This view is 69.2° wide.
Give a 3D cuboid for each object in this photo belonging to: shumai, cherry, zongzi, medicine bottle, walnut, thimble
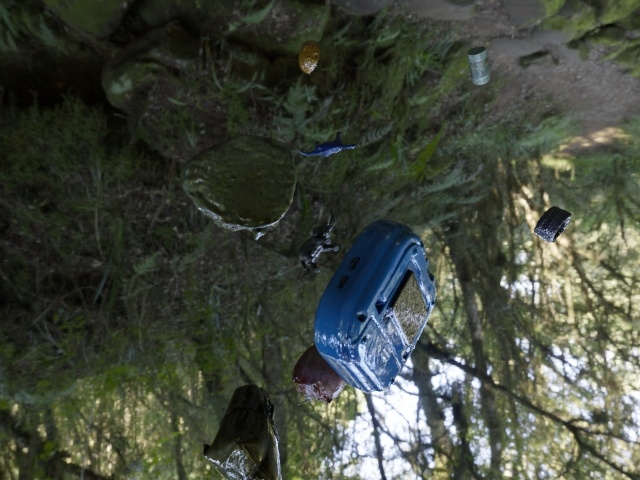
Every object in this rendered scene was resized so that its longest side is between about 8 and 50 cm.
[{"bbox_3d":[-0.253,-0.146,1.385,0.330,0.291,0.288,-2,180,-23],"label":"shumai"},{"bbox_3d":[0.004,0.459,1.661,0.192,0.175,0.249,-22,-150,44],"label":"cherry"},{"bbox_3d":[-0.123,0.448,0.992,0.112,0.242,0.221,-30,-165,16],"label":"zongzi"},{"bbox_3d":[0.404,-0.446,1.184,0.047,0.083,0.047,-16,-140,14],"label":"medicine bottle"},{"bbox_3d":[-0.052,-0.682,1.709,0.052,0.121,0.091,4,-173,-40],"label":"walnut"},{"bbox_3d":[0.683,-0.045,1.371,0.066,0.104,0.095,37,164,33],"label":"thimble"}]

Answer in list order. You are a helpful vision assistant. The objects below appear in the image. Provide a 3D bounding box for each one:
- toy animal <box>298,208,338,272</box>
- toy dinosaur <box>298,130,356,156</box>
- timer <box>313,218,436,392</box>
[{"bbox_3d":[0.007,0.001,1.827,0.082,0.269,0.137,38,173,-39],"label":"toy animal"},{"bbox_3d":[0.027,-0.377,1.923,0.248,0.075,0.188,-16,-154,9],"label":"toy dinosaur"},{"bbox_3d":[0.128,0.142,0.954,0.115,0.309,0.340,17,153,34],"label":"timer"}]
